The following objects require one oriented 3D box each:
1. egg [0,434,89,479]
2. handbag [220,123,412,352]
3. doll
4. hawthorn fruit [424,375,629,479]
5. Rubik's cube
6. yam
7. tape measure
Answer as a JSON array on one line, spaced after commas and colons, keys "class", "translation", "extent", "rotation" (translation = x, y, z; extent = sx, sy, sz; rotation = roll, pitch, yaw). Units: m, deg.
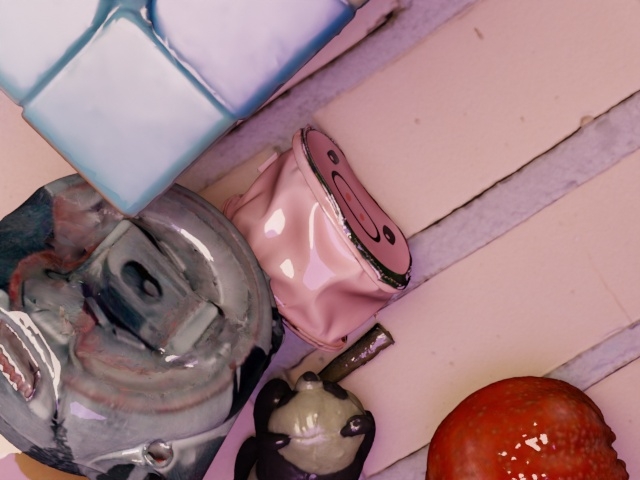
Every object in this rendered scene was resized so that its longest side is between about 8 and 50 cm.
[{"class": "egg", "translation": [-0.302, 0.207, 0.904], "extent": [0.374, 0.301, 0.301], "rotation": [-36, 105, -11]}, {"class": "handbag", "translation": [0.001, -0.001, 0.912], "extent": [0.116, 0.179, 0.205], "rotation": [-36, 96, 18]}, {"class": "doll", "translation": [-0.016, 0.247, 0.997], "extent": [0.143, 0.135, 0.234], "rotation": [16, 116, -6]}, {"class": "hawthorn fruit", "translation": [0.203, 0.263, 0.983], "extent": [0.253, 0.205, 0.205], "rotation": [-18, 106, 6]}, {"class": "Rubik's cube", "translation": [-0.128, -0.284, 0.734], "extent": [0.346, 0.347, 0.344], "rotation": [-42, 102, 10]}, {"class": "yam", "translation": [0.028, 0.147, 1.033], "extent": [0.129, 0.027, 0.033], "rotation": [-42, 102, 12]}, {"class": "tape measure", "translation": [-0.161, 0.071, 0.762], "extent": [0.275, 0.256, 0.147], "rotation": [37, 139, -7]}]
